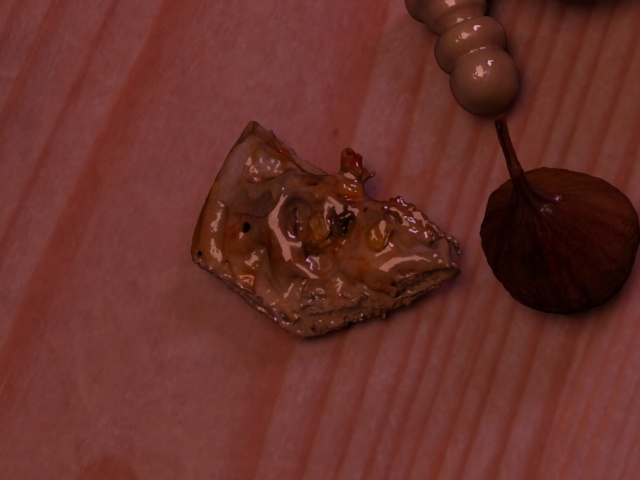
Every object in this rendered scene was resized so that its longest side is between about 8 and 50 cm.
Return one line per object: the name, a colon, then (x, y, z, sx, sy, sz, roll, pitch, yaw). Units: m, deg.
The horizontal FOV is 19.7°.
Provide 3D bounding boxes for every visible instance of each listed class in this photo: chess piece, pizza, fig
chess piece: (0.140, -0.202, 1.796, 0.094, 0.094, 0.170, -26, 66, 16)
pizza: (0.000, 0.000, 1.800, 0.297, 0.071, 0.189, 28, 85, 30)
fig: (0.203, -0.024, 1.640, 0.146, 0.201, 0.133, 1, 63, 19)
